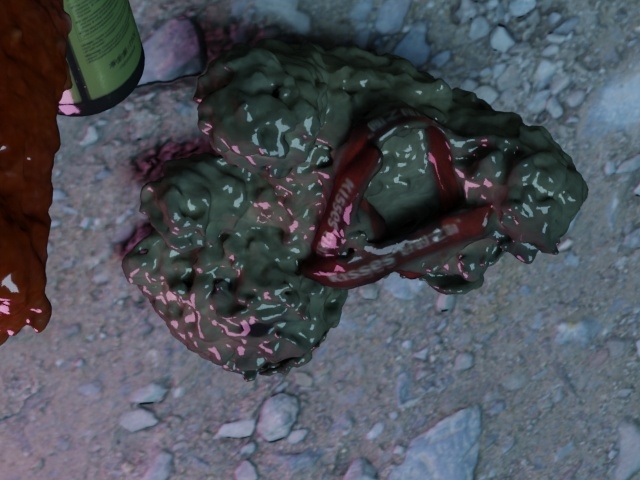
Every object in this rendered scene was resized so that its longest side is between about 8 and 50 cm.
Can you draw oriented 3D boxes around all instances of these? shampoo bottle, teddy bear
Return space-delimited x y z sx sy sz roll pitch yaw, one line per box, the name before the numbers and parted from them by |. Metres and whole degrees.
shampoo bottle | -0.205 -0.215 1.312 0.101 0.101 0.284 -27 144 -10
teddy bear | 0.000 0.000 1.575 0.357 0.224 0.367 14 120 -23

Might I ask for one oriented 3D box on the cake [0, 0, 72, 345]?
cake | -0.355 -0.064 1.201 0.320 0.269 0.270 -21 146 34
